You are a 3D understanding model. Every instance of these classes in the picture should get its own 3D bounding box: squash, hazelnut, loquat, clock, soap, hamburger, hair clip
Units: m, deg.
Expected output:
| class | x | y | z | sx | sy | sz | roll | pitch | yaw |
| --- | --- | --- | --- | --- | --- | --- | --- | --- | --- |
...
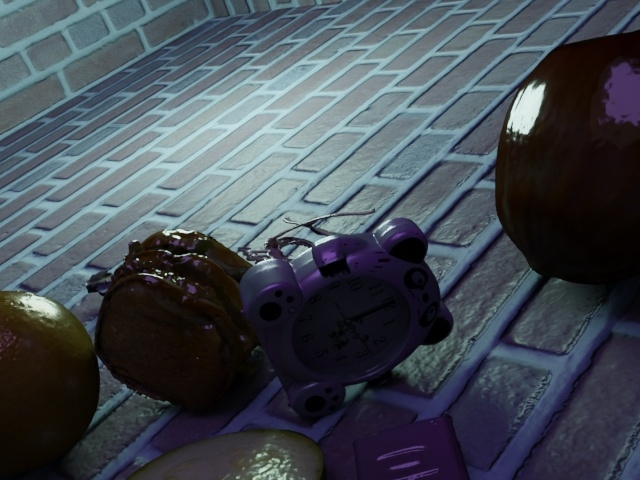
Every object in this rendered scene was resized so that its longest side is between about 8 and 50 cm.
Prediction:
| class | x | y | z | sx | sy | sz | roll | pitch | yaw |
| --- | --- | --- | --- | --- | --- | --- | --- | --- | --- |
| squash | -0.111 | 0.292 | 0.899 | 0.252 | 0.048 | 0.252 | -10 | 11 | 2 |
| hazelnut | 0.403 | -0.116 | 1.071 | 0.366 | 0.365 | 0.365 | -16 | 29 | 9 |
| loquat | -0.442 | 0.203 | 1.124 | 0.263 | 0.263 | 0.263 | -16 | 29 | 9 |
| clock | 0.038 | 0.093 | 1.030 | 0.248 | 0.227 | 0.090 | -24 | 31 | -2 |
| soap | 0.104 | 0.282 | 0.830 | 0.122 | 0.065 | 0.203 | -17 | 28 | 6 |
| hamburger | -0.210 | 0.104 | 1.167 | 0.261 | 0.245 | 0.211 | -13 | 28 | 31 |
| hair clip | -0.317 | 0.062 | 1.485 | 0.292 | 0.084 | 0.106 | -15 | 33 | 21 |

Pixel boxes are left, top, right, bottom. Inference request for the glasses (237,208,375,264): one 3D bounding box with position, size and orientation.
| class | x | y | z | sx | sy | sz | roll | pitch | yaw |
| --- | --- | --- | --- | --- | --- | --- | --- | --- | --- |
| glasses | -0.002 | 0.008 | 1.289 | 0.256 | 0.095 | 0.162 | 8 | 25 | 22 |
